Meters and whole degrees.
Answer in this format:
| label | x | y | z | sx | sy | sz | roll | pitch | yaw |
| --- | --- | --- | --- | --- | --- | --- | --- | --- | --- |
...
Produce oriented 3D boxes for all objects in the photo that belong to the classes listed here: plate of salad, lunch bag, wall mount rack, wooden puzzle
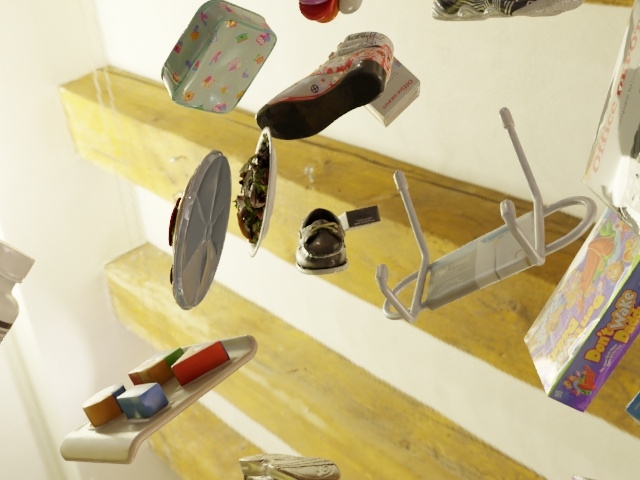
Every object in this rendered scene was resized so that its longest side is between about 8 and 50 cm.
| label | x | y | z | sx | sy | sz | roll | pitch | yaw |
| --- | --- | --- | --- | --- | --- | --- | --- | --- | --- |
| plate of salad | -0.102 | -0.074 | 1.104 | 0.200 | 0.048 | 0.199 | -173 | -90 | -77 |
| lunch bag | -0.249 | -0.445 | 1.805 | 0.279 | 0.224 | 0.108 | -49 | -119 | 29 |
| wall mount rack | 0.210 | -0.035 | 1.073 | 0.350 | 0.304 | 0.130 | -29 | -68 | 29 |
| wooden puzzle | -0.332 | 0.295 | 1.451 | 0.322 | 0.348 | 0.080 | -17 | -73 | 47 |

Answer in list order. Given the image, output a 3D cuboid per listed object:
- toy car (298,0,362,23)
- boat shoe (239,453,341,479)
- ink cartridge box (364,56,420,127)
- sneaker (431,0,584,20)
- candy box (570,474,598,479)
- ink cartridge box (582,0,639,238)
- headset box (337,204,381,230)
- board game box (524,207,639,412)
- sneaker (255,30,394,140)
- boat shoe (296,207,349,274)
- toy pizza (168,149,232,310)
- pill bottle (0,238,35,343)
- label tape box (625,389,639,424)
| label | x | y | z | sx | sy | sz | roll | pitch | yaw |
| --- | --- | --- | --- | --- | --- | --- | --- | --- | --- |
| toy car | -0.001 | -0.560 | 1.616 | 0.159 | 0.136 | 0.182 | 23 | -23 | 21 |
| boat shoe | -0.062 | 0.481 | 1.394 | 0.342 | 0.123 | 0.123 | -20 | -110 | 58 |
| ink cartridge box | 0.147 | -0.395 | 1.835 | 0.176 | 0.128 | 0.127 | 46 | 2 | 9 |
| sneaker | 0.369 | -0.558 | 1.484 | 0.366 | 0.137 | 0.210 | 17 | -65 | 51 |
| candy box | 0.253 | 0.239 | 0.448 | 0.196 | 0.070 | 0.165 | 39 | -14 | -2 |
| ink cartridge box | 0.390 | -0.100 | 0.707 | 0.307 | 0.129 | 0.223 | -92 | -171 | -66 |
| headset box | 0.070 | -0.039 | 1.336 | 0.083 | 0.062 | 0.032 | 155 | -78 | -77 |
| board game box | 0.527 | 0.116 | 1.384 | 0.078 | 0.233 | 0.347 | 25 | -71 | -5 |
| sneaker | 0.013 | -0.276 | 1.301 | 0.270 | 0.145 | 0.090 | -18 | -53 | 35 |
| boat shoe | 0.000 | 0.000 | 1.150 | 0.228 | 0.081 | 0.068 | -102 | -171 | -77 |
| toy pizza | -0.152 | -0.014 | 0.902 | 0.032 | 0.201 | 0.201 | 11 | -51 | 6 |
| pill bottle | -0.363 | 0.082 | 0.706 | 0.108 | 0.193 | 0.108 | 28 | -11 | 6 |
| label tape box | 0.762 | 0.316 | 1.295 | 0.334 | 0.240 | 0.106 | 36 | -3 | 39 |
